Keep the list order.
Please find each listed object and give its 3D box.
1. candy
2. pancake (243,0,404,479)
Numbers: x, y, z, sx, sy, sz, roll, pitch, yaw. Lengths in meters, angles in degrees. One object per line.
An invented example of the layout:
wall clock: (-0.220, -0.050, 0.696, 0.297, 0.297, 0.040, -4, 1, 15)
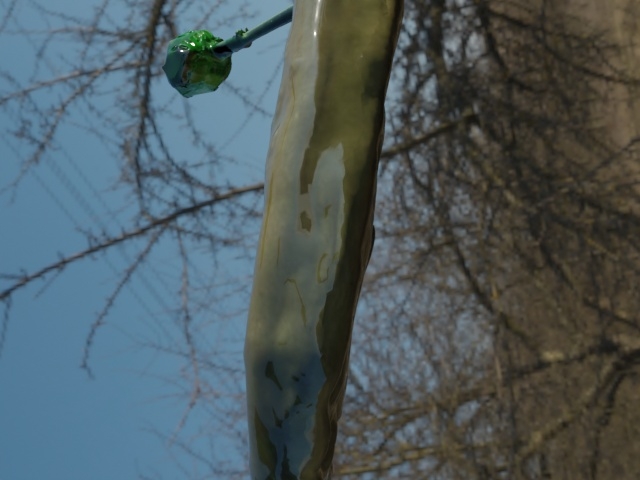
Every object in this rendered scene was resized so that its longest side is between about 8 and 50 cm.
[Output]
candy: (-0.100, -0.269, 1.328, 0.097, 0.323, 0.097, 11, -107, -40)
pancake: (0.000, 0.000, 0.472, 0.294, 0.049, 0.294, 7, -90, -90)
